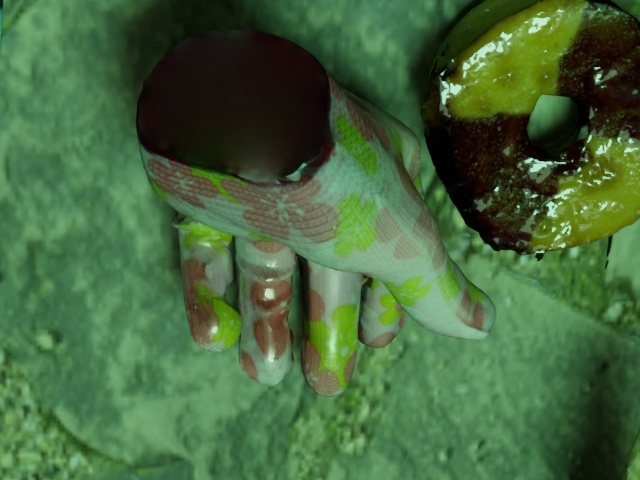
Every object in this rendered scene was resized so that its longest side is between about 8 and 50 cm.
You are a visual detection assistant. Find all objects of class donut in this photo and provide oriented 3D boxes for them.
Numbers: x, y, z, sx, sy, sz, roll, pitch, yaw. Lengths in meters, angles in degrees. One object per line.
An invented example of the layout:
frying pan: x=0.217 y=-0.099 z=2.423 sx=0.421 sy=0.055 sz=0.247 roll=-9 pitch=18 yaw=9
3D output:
donut: x=0.111 y=-0.064 z=0.949 sx=0.140 sy=0.059 sz=0.140 roll=-5 pitch=121 yaw=-8

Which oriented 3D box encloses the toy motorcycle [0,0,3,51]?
toy motorcycle: x=-0.234 y=-0.118 z=0.811 sx=0.206 sy=0.154 sz=0.260 roll=-35 pitch=132 yaw=-16

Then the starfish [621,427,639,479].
starfish: x=0.163 y=0.213 z=1.066 sx=0.432 sy=0.082 sz=0.324 roll=29 pitch=140 yaw=-26

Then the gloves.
gloves: x=-0.002 y=-0.011 z=0.931 sx=0.145 sy=0.126 sz=0.241 roll=-12 pitch=159 yaw=11
